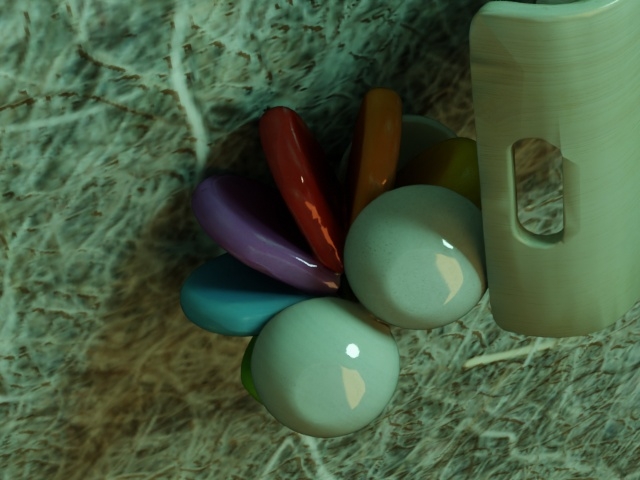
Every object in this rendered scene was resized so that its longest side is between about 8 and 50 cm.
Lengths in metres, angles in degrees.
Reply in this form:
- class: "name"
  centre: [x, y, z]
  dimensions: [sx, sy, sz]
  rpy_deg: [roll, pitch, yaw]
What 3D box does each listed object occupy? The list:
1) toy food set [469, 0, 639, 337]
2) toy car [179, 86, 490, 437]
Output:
- class: "toy food set"
  centre: [0.162, -0.123, 0.833]
  dimensions: [0.306, 0.092, 0.220]
  rpy_deg: [-52, 151, -30]
- class: "toy car"
  centre: [0.000, 0.000, 0.882]
  dimensions: [0.136, 0.159, 0.182]
  rpy_deg: [35, 107, -16]
